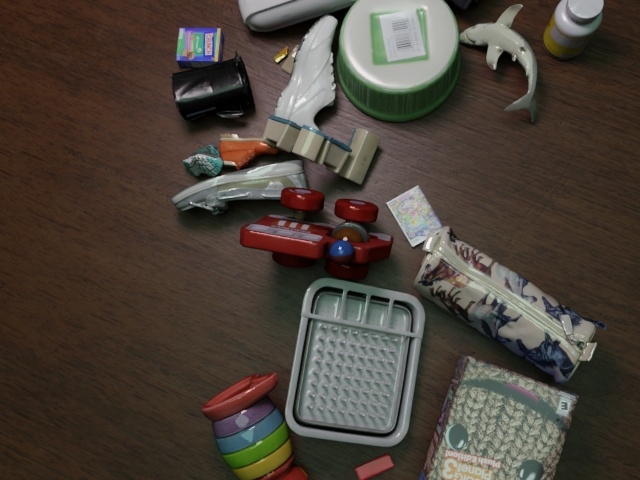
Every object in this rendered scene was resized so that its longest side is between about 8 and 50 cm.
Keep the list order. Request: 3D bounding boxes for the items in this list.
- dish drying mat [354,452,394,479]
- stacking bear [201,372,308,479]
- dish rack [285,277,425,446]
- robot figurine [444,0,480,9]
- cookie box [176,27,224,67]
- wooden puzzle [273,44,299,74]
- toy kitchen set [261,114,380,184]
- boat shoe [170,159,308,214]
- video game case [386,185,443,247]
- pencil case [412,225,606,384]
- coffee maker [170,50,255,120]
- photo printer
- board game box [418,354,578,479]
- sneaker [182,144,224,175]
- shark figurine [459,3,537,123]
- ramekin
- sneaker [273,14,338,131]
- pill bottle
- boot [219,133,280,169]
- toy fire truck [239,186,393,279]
[{"bbox_3d":[0.119,0.500,1.470,0.083,0.008,0.032,-25,78,2],"label":"dish drying mat"},{"bbox_3d":[-0.123,0.452,1.430,0.164,0.175,0.289,-26,91,-28],"label":"stacking bear"},{"bbox_3d":[0.070,0.264,1.449,0.285,0.072,0.333,13,80,-17],"label":"dish rack"},{"bbox_3d":[0.280,-0.673,1.585,0.278,0.209,0.174,44,103,10],"label":"robot figurine"},{"bbox_3d":[-0.301,-0.483,1.669,0.107,0.040,0.092,2,79,5],"label":"cookie box"},{"bbox_3d":[-0.052,-0.441,1.653,0.116,0.014,0.079,39,90,11],"label":"wooden puzzle"},{"bbox_3d":[0.000,-0.236,1.548,0.166,0.207,0.122,26,93,45],"label":"toy kitchen set"},{"bbox_3d":[-0.188,-0.110,1.558,0.320,0.118,0.103,-14,96,-4],"label":"boat shoe"},{"bbox_3d":[0.222,-0.057,1.558,0.087,0.011,0.122,-29,79,-1],"label":"video game case"},{"bbox_3d":[0.386,0.132,1.422,0.410,0.183,0.160,34,68,11],"label":"pencil case"},{"bbox_3d":[-0.260,-0.370,1.579,0.178,0.171,0.120,-14,52,0],"label":"coffee maker"},{"bbox_3d":[-0.064,-0.650,1.604,0.307,0.107,0.256,-9,73,25],"label":"photo printer"},{"bbox_3d":[0.358,0.411,1.367,0.232,0.141,0.291,18,83,9],"label":"board game box"},{"bbox_3d":[-0.264,-0.196,1.567,0.076,0.166,0.065,-49,120,-19],"label":"sneaker"},{"bbox_3d":[0.465,-0.427,1.562,0.166,0.116,0.278,-41,67,31],"label":"shark figurine"},{"bbox_3d":[0.183,-0.446,1.562,0.303,0.148,0.304,-1,80,5],"label":"ramekin"},{"bbox_3d":[-0.014,-0.389,1.595,0.129,0.111,0.297,20,99,-4],"label":"sneaker"},{"bbox_3d":[0.577,-0.494,1.515,0.103,0.184,0.103,-1,80,5],"label":"pill bottle"},{"bbox_3d":[-0.170,-0.208,1.603,0.157,0.059,0.085,5,83,15],"label":"boot"},{"bbox_3d":[0.000,0.000,1.425,0.302,0.254,0.170,12,104,8],"label":"toy fire truck"}]
